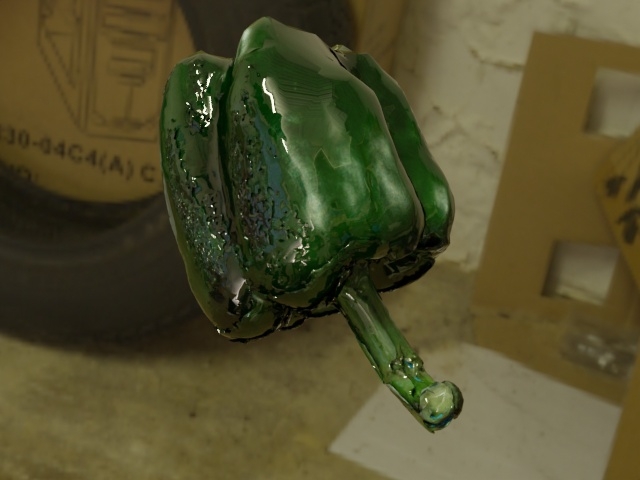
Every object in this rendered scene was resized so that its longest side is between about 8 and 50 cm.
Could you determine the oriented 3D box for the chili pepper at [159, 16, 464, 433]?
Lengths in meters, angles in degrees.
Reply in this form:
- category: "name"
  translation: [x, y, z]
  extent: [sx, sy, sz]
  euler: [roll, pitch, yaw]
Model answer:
- category: "chili pepper"
  translation: [0.000, 0.000, 0.757]
  extent: [0.165, 0.261, 0.174]
  euler: [-20, -10, 12]
